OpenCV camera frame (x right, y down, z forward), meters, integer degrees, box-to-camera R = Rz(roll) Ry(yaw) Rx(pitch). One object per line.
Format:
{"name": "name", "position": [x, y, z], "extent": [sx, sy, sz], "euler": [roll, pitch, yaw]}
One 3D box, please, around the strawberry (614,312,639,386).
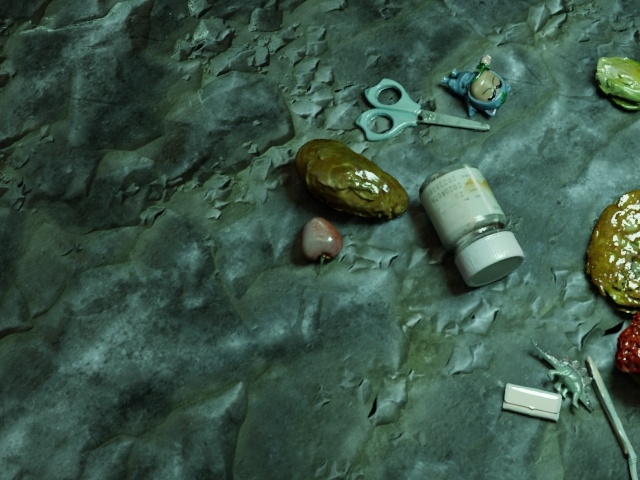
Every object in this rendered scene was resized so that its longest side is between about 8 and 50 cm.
{"name": "strawberry", "position": [0.736, 0.235, 1.573], "extent": [0.187, 0.184, 0.201], "euler": [9, 58, 8]}

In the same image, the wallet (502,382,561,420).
{"name": "wallet", "position": [0.475, 0.362, 1.630], "extent": [0.122, 0.025, 0.061], "euler": [11, 75, 12]}

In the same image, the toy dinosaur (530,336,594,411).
{"name": "toy dinosaur", "position": [0.548, 0.296, 1.638], "extent": [0.082, 0.039, 0.209], "euler": [-38, 78, -13]}

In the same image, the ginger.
{"name": "ginger", "position": [0.066, -0.147, 1.838], "extent": [0.321, 0.172, 0.165], "euler": [32, 114, 17]}

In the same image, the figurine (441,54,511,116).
{"name": "figurine", "position": [0.409, -0.417, 1.926], "extent": [0.178, 0.144, 0.114], "euler": [31, 70, 31]}

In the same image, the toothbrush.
{"name": "toothbrush", "position": [0.653, 0.428, 1.574], "extent": [0.037, 0.028, 0.375], "euler": [-15, 65, -5]}

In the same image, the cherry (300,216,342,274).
{"name": "cherry", "position": [-0.005, 0.000, 1.821], "extent": [0.106, 0.087, 0.126], "euler": [-32, 69, -11]}

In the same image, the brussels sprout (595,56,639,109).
{"name": "brussels sprout", "position": [0.801, -0.411, 1.892], "extent": [0.181, 0.100, 0.139], "euler": [24, 62, 18]}

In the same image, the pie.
{"name": "pie", "position": [0.771, 0.038, 1.699], "extent": [0.308, 0.085, 0.308], "euler": [-3, 70, 8]}

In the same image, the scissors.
{"name": "scissors", "position": [0.281, -0.333, 1.963], "extent": [0.360, 0.029, 0.191], "euler": [12, 73, 11]}

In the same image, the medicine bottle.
{"name": "medicine bottle", "position": [0.361, -0.040, 1.747], "extent": [0.165, 0.165, 0.273], "euler": [-23, 65, -3]}
